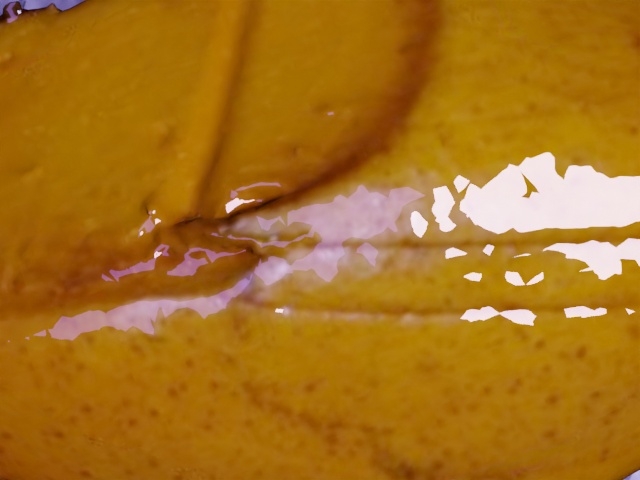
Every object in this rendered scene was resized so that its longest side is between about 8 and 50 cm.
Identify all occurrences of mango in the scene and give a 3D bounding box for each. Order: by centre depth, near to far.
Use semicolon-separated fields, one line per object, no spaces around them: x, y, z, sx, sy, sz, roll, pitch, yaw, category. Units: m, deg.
0.000;0.000;0.477;0.252;0.126;0.153;-5;83;9;mango
